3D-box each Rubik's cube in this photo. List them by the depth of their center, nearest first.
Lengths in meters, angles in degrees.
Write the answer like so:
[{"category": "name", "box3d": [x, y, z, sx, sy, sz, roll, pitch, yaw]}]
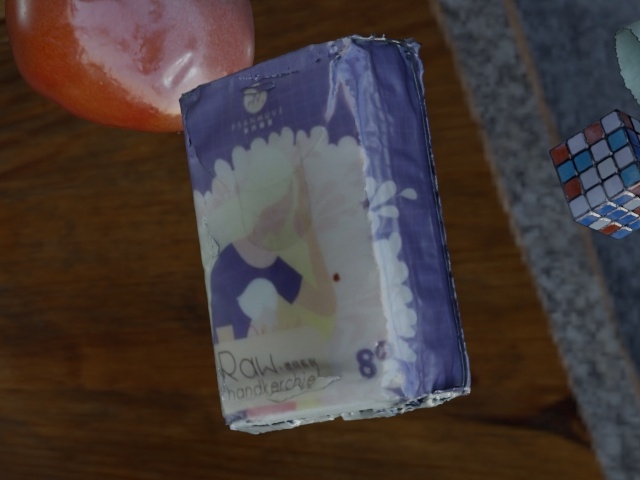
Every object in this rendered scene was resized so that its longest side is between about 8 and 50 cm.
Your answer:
[{"category": "Rubik's cube", "box3d": [0.314, -0.069, 1.576, 0.092, 0.092, 0.092, 18, 48, -46]}]

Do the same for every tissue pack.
[{"category": "tissue pack", "box3d": [0.000, 0.000, 1.407, 0.125, 0.242, 0.343, -4, 83, -50]}]

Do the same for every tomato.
[{"category": "tomato", "box3d": [-0.245, -0.305, 1.988, 0.341, 0.341, 0.272, -40, 158, -43]}]

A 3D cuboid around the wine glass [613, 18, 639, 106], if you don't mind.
[{"category": "wine glass", "box3d": [0.324, -0.165, 1.120, 0.202, 0.093, 0.093, -27, 112, -6]}]
